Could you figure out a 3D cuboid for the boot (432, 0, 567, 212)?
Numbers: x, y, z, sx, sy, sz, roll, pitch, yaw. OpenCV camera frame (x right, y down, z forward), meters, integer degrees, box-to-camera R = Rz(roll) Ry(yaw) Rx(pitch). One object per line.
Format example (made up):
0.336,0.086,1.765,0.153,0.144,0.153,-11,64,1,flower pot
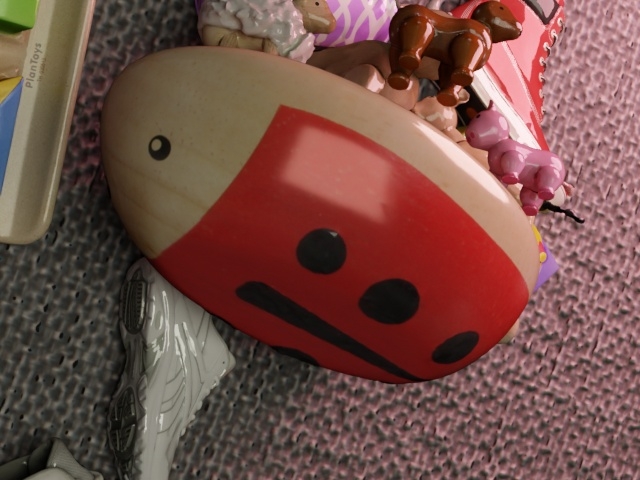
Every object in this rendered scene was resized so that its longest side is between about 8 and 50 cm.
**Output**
0.232,-0.166,1.488,0.176,0.088,0.244,-39,104,-23,boot

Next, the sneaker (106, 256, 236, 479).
-0.133,0.135,1.305,0.115,0.090,0.232,8,89,-31,sneaker

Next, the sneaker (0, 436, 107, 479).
-0.217,0.258,1.234,0.330,0.122,0.146,17,85,-28,sneaker

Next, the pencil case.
-0.023,-0.238,1.348,0.206,0.086,0.088,3,125,-29,pencil case

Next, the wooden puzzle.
-0.368,-0.181,1.176,0.348,0.080,0.322,13,86,-27,wooden puzzle

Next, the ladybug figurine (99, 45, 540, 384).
0.000,0.000,1.226,0.449,0.305,0.162,28,56,-19,ladybug figurine

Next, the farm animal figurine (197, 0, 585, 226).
0.078,-0.132,1.310,0.330,0.327,0.172,67,31,-52,farm animal figurine

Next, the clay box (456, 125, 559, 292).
0.149,-0.021,1.464,0.127,0.053,0.222,-41,109,-21,clay box
